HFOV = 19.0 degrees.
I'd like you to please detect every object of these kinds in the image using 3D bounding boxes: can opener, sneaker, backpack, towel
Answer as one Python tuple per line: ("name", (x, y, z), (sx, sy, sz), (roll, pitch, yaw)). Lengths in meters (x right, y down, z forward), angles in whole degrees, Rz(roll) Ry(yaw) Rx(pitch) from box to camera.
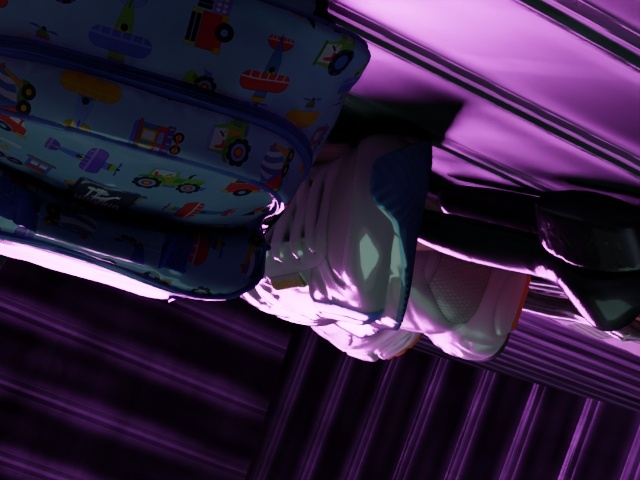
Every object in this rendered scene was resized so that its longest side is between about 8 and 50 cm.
("can opener", (0.115, -0.002, 0.964), (0.059, 0.073, 0.186), (-24, -158, -27))
("sneaker", (0.034, 0.016, 1.295), (0.121, 0.099, 0.262), (28, 165, -21))
("backpack", (-0.069, -0.047, 0.668), (0.158, 0.116, 0.173), (18, 173, -18))
("sneaker", (0.000, 0.000, 0.977), (0.092, 0.087, 0.228), (14, 164, -7))
("towel", (0.288, 0.093, 1.485), (0.325, 0.038, 0.248), (20, 176, -29))

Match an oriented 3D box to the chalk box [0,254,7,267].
("chalk box", (-0.268, -0.021, 0.943), (0.289, 0.180, 0.179), (3, 143, 47))

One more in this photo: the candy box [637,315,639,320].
("candy box", (0.195, 0.029, 1.131), (0.105, 0.027, 0.206), (10, 172, 42))

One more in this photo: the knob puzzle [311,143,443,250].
("knob puzzle", (-0.024, -0.031, 1.108), (0.213, 0.030, 0.213), (8, 167, 2))
